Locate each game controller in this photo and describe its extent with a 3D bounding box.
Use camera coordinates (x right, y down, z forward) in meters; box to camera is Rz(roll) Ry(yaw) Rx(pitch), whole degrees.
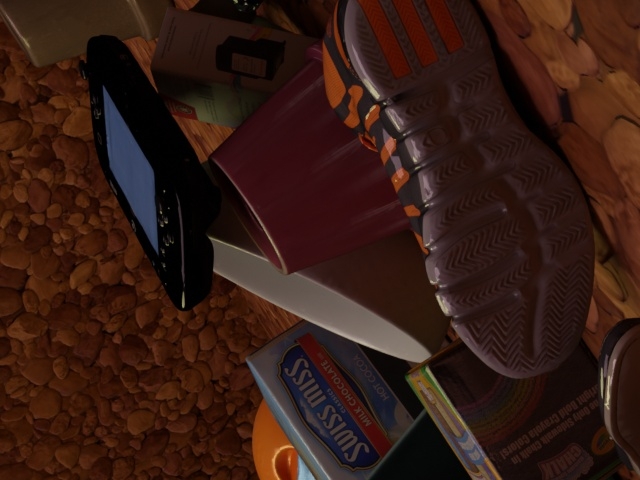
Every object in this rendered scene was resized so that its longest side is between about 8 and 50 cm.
[{"bbox_3d":[-0.174,-0.072,1.296,0.319,0.067,0.166,-125,38,-48],"label":"game controller"}]

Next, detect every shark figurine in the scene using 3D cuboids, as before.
[{"bbox_3d":[-0.128,-0.277,1.381,0.166,0.116,0.278,28,141,46],"label":"shark figurine"}]

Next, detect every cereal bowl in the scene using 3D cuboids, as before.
[{"bbox_3d":[0.000,0.000,1.427,0.339,0.141,0.339,26,171,5],"label":"cereal bowl"}]

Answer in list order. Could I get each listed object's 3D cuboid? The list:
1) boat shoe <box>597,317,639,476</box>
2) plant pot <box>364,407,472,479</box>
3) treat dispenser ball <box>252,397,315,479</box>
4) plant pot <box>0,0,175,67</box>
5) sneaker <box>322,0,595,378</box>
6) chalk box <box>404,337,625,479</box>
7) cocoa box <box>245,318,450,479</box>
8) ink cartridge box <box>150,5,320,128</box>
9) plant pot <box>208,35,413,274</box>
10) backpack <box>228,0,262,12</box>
[{"bbox_3d":[0.228,0.113,0.983,0.065,0.075,0.206,46,171,39],"label":"boat shoe"},{"bbox_3d":[0.198,0.320,1.393,0.252,0.248,0.247,42,174,-13],"label":"plant pot"},{"bbox_3d":[0.039,0.310,2.041,0.288,0.288,0.288,55,171,13],"label":"treat dispenser ball"},{"bbox_3d":[-0.383,-0.387,2.056,0.263,0.229,0.263,54,170,14],"label":"plant pot"},{"bbox_3d":[0.099,-0.058,1.000,0.180,0.125,0.321,-146,35,-79],"label":"sneaker"},{"bbox_3d":[0.194,0.171,1.188,0.213,0.132,0.132,57,171,4],"label":"chalk box"},{"bbox_3d":[0.098,0.255,1.702,0.347,0.228,0.231,53,171,24],"label":"cocoa box"},{"bbox_3d":[-0.074,-0.164,1.352,0.175,0.072,0.127,12,164,4],"label":"ink cartridge box"},{"bbox_3d":[0.008,-0.069,1.191,0.201,0.180,0.201,55,170,14],"label":"plant pot"},{"bbox_3d":[-0.087,-0.286,1.008,0.188,0.144,0.166,35,175,-7],"label":"backpack"}]
